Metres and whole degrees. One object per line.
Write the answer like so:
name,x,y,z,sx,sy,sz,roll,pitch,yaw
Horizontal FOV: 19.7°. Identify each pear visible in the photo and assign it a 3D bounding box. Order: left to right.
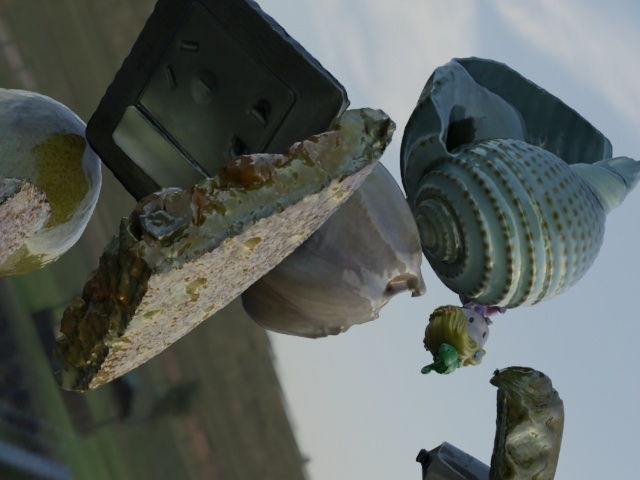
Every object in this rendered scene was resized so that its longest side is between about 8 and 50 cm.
pear,-0.337,-0.064,1.962,0.228,0.211,0.188,45,-42,43

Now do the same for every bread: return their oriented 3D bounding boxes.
bread,0.218,0.255,2.032,0.128,0.088,0.232,40,58,-85

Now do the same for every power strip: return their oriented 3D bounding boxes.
power strip,-0.099,-0.123,1.862,0.257,0.251,0.092,46,22,24

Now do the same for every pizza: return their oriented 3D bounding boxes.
pizza,-0.330,-0.011,1.748,0.069,0.226,0.147,33,-42,8
pizza,-0.080,0.004,1.150,0.058,0.292,0.197,55,20,11

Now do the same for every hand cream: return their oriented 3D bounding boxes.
hand cream,0.197,0.294,2.157,0.054,0.186,0.087,-65,173,30

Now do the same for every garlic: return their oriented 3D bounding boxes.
garlic,0.000,0.000,1.953,0.228,0.110,0.217,10,-84,38

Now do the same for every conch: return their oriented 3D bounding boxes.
conch,0.215,-0.058,2.173,0.319,0.215,0.303,0,52,-50

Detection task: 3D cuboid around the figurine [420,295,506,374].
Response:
figurine,0.177,0.133,2.507,0.095,0.156,0.115,43,-43,-15
